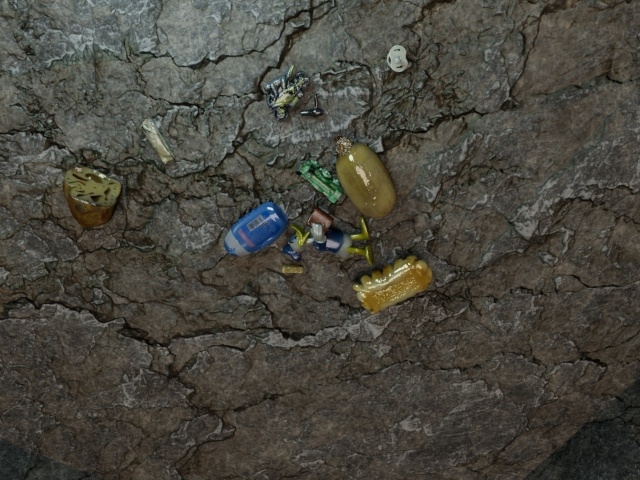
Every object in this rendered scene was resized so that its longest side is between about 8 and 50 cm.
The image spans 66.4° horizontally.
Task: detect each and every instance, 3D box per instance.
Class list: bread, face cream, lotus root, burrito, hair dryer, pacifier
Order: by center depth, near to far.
[{"bbox_3d":[0.250,-0.597,1.613,0.068,0.064,0.083,-3,116,19],"label":"pacifier"},{"bbox_3d":[-0.029,-0.470,1.692,0.078,0.031,0.084,1,102,8],"label":"hair dryer"},{"bbox_3d":[-0.574,-0.349,1.722,0.051,0.042,0.171,-24,116,13],"label":"burrito"},{"bbox_3d":[0.152,-0.228,1.735,0.169,0.152,0.343,-29,115,11],"label":"lotus root"},{"bbox_3d":[-0.832,-0.138,1.744,0.199,0.188,0.180,28,125,-16],"label":"lotus root"},{"bbox_3d":[-0.252,-0.030,1.855,0.263,0.083,0.149,-34,111,14],"label":"face cream"},{"bbox_3d":[0.291,0.169,1.943,0.311,0.121,0.173,-26,117,10],"label":"bread"}]

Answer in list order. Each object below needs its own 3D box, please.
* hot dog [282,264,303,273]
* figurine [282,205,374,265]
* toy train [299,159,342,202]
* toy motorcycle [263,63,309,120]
[{"bbox_3d":[-0.114,0.113,1.956,0.090,0.034,0.030,1,106,-23],"label":"hot dog"},{"bbox_3d":[0.000,0.000,1.825,0.338,0.205,0.283,-16,141,19],"label":"figurine"},{"bbox_3d":[0.001,-0.216,1.765,0.178,0.105,0.071,38,113,-16],"label":"toy train"},{"bbox_3d":[-0.127,-0.504,1.648,0.124,0.061,0.193,27,120,-21],"label":"toy motorcycle"}]
